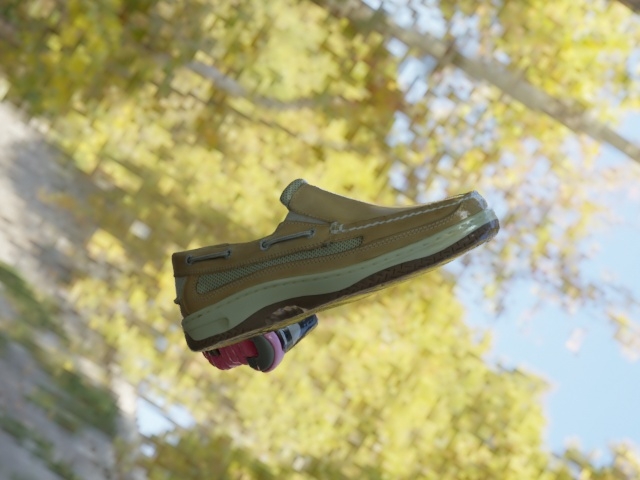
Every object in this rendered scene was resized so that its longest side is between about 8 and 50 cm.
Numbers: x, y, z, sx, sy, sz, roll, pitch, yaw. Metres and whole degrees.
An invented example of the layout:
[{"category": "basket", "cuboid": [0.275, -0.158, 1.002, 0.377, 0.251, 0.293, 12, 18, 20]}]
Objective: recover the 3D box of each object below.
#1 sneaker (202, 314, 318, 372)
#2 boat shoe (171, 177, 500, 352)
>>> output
[{"category": "sneaker", "cuboid": [-0.043, 0.051, 1.096, 0.057, 0.047, 0.119, -36, -158, -25]}, {"category": "boat shoe", "cuboid": [0.000, 0.000, 0.929, 0.190, 0.072, 0.068, -20, 174, 19]}]
